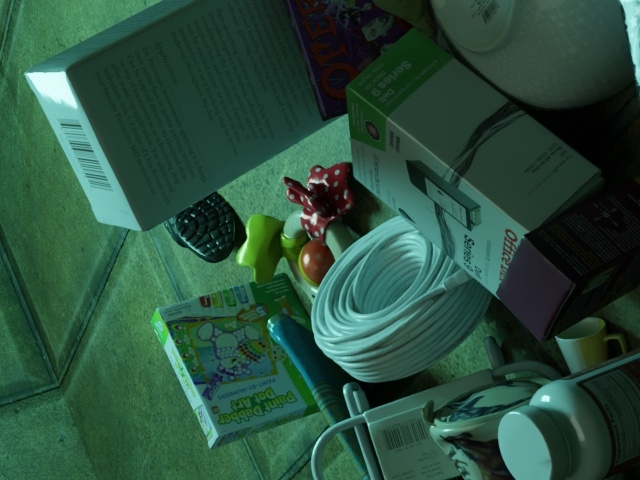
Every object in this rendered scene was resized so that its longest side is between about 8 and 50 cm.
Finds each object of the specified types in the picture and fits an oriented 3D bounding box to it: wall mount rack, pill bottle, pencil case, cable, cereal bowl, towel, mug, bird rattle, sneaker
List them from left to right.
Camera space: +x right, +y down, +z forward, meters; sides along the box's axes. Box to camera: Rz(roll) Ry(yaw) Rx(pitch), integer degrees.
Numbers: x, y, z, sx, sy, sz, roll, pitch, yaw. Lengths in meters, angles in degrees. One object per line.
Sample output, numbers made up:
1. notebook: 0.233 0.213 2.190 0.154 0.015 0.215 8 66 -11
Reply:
1. sneaker: -0.228 -0.030 2.558 0.283 0.107 0.124 50 159 44
2. bird rattle: 0.000 0.000 2.159 0.253 0.143 0.207 -36 84 47
3. towel: 0.057 0.289 2.084 0.370 0.040 0.271 58 -172 26
4. cable: 0.107 0.069 1.833 0.089 0.257 0.257 46 -170 -28
5. wall mount rack: 0.178 0.300 1.823 0.130 0.350 0.304 30 -138 -77
6. cereal bowl: 0.219 -0.301 1.532 0.339 0.141 0.339 36 133 50
7. pencil case: 0.265 0.356 1.686 0.160 0.183 0.410 -86 -25 -78
8. mug: 0.322 0.135 1.662 0.078 0.062 0.064 18 128 65
9. pill bottle: 0.310 0.202 1.548 0.121 0.216 0.121 36 134 49

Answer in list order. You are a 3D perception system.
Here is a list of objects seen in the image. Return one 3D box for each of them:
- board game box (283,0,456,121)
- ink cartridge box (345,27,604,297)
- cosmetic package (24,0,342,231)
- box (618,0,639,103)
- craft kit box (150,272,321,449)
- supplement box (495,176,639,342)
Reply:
1. board game box: 0.048 -0.344 1.746 0.056 0.208 0.347 121 130 -85
2. ink cartridge box: 0.174 -0.077 1.622 0.289 0.121 0.211 41 161 23
3. cosmetic package: -0.125 -0.221 1.822 0.161 0.453 0.230 11 128 59
4. box: 0.372 -0.228 1.265 0.142 0.163 0.247 -6 99 60
5. craft kit box: -0.118 0.193 2.287 0.247 0.250 0.061 62 149 20
6. supplement box: 0.293 0.019 1.506 0.081 0.188 0.104 48 144 25
